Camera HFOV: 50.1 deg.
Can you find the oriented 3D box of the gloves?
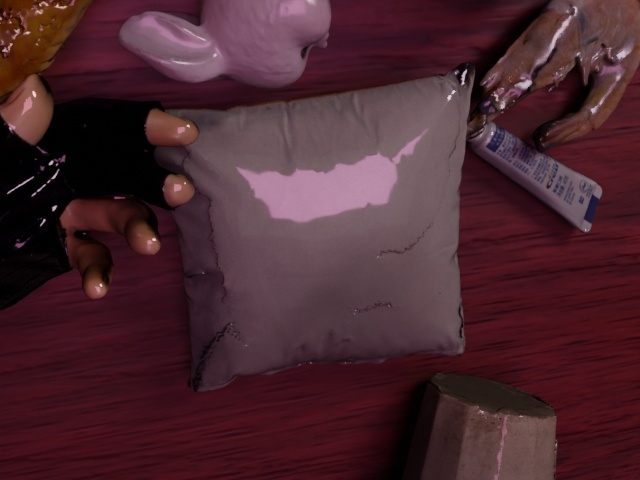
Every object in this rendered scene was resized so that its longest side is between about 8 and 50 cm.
[{"bbox_3d":[-0.240,-0.037,0.575,0.301,0.152,0.197,-11,145,15],"label":"gloves"}]

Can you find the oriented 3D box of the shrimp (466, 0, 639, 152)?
[{"bbox_3d":[0.244,-0.162,0.712,0.254,0.059,0.145,-50,117,-9],"label":"shrimp"}]

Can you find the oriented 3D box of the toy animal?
[{"bbox_3d":[-0.079,-0.230,0.587,0.178,0.127,0.193,0,107,-11],"label":"toy animal"}]

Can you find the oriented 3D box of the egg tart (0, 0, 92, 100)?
[{"bbox_3d":[-0.262,-0.213,0.459,0.115,0.290,0.290,33,98,12],"label":"egg tart"}]

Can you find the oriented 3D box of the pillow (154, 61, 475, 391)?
[{"bbox_3d":[0.000,0.000,0.671,0.310,0.119,0.312,-6,115,-2],"label":"pillow"}]

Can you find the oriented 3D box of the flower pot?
[{"bbox_3d":[0.182,0.268,0.769,0.212,0.212,0.202,11,94,-16],"label":"flower pot"}]

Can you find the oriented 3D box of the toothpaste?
[{"bbox_3d":[0.228,-0.080,0.752,0.216,0.037,0.062,27,81,-21],"label":"toothpaste"}]

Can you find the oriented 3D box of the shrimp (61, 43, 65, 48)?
[{"bbox_3d":[-0.337,-0.246,0.548,0.294,0.062,0.154,33,82,-33],"label":"shrimp"}]
